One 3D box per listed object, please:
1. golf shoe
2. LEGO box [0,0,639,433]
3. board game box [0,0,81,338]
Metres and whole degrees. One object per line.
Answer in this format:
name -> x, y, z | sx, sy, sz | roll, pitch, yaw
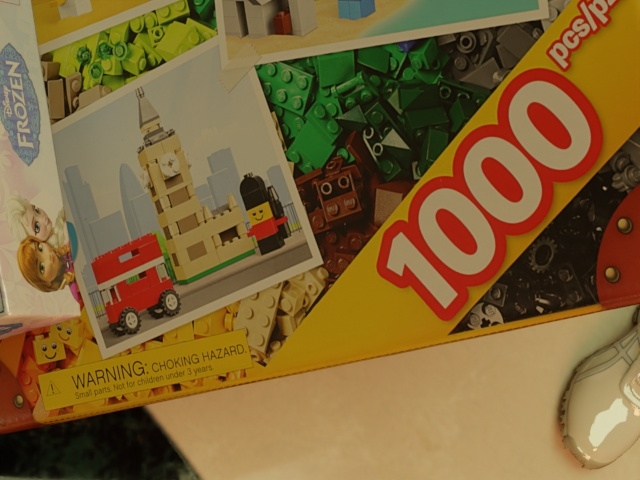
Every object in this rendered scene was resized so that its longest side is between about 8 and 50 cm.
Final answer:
golf shoe -> 0.244, 0.091, 1.360 | 0.069, 0.086, 0.176 | 41, 71, -7
LEGO box -> -0.004, -0.111, 1.092 | 0.193, 0.500, 0.372 | -6, 83, -57
board game box -> -0.304, -0.072, 1.120 | 0.066, 0.318, 0.318 | 4, 73, -56
